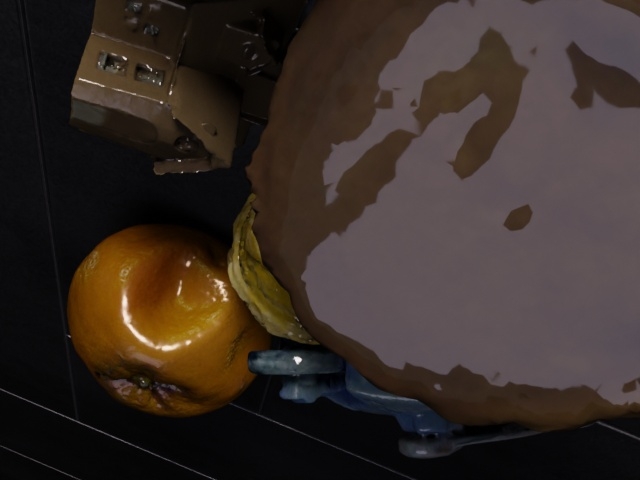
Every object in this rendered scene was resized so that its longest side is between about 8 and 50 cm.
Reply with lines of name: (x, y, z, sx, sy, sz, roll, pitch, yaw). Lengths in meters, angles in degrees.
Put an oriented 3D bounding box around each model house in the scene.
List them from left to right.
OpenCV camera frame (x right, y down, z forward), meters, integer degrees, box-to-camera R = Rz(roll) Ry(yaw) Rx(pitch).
model house: (-0.060, -0.123, 0.598, 0.248, 0.176, 0.181, 15, 142, -14)

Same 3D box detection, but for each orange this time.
orange: (-0.186, 0.109, 0.878, 0.249, 0.183, 0.249, 13, 138, 12)

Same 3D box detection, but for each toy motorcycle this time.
toy motorcycle: (0.108, 0.133, 0.734, 0.319, 0.182, 0.241, -3, 144, 19)

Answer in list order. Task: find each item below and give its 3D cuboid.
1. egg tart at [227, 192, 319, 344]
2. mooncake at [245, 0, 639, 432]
egg tart: (0.000, 0.000, 0.661, 0.191, 0.191, 0.074, 10, 155, 17)
mooncake: (0.128, -0.049, 0.485, 0.324, 0.187, 0.324, 8, 112, 21)
